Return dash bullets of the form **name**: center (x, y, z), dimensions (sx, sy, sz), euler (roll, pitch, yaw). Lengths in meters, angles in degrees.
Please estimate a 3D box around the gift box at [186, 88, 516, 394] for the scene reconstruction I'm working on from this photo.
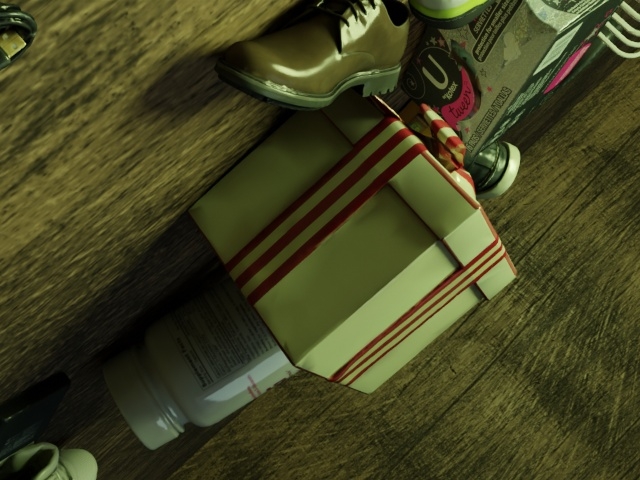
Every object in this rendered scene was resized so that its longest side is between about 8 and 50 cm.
- **gift box**: center (0.038, -0.025, 0.782), dimensions (0.258, 0.276, 0.255), euler (-40, 156, 5)

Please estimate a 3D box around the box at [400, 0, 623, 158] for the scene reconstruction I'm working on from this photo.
- **box**: center (0.219, -0.242, 0.848), dimensions (0.163, 0.142, 0.247), euler (-37, 166, -22)

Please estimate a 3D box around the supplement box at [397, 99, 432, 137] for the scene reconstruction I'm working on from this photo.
- **supplement box**: center (0.166, -0.178, 1.066), dimensions (0.233, 0.078, 0.080), euler (-45, 172, 13)

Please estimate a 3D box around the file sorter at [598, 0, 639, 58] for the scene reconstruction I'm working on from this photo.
- **file sorter**: center (0.404, -0.365, 0.902), dimensions (0.173, 0.193, 0.278), euler (-43, 169, 14)

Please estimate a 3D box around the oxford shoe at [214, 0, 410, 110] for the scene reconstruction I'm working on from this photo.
- **oxford shoe**: center (0.000, -0.164, 0.584), dimensions (0.227, 0.083, 0.096), euler (-32, 148, -51)

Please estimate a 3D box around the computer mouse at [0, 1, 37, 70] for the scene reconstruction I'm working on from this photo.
- **computer mouse**: center (-0.230, -0.028, 0.348), dimensions (0.242, 0.041, 0.071), euler (-43, 168, -5)

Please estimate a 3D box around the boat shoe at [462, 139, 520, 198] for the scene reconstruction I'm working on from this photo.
- **boat shoe**: center (0.180, -0.114, 1.218), dimensions (0.340, 0.113, 0.127), euler (2, -107, 66)

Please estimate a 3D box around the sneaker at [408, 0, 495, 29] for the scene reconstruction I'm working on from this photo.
- **sneaker**: center (0.160, -0.283, 0.629), dimensions (0.234, 0.084, 0.097), euler (-50, 151, -13)

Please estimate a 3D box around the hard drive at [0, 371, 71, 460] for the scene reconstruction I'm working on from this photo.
- **hard drive**: center (-0.359, 0.218, 0.868), dimensions (0.094, 0.022, 0.135), euler (-29, 162, -51)

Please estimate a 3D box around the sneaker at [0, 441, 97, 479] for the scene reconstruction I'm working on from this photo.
- **sneaker**: center (-0.382, 0.332, 0.997), dimensions (0.169, 0.108, 0.292), euler (-44, 168, 21)

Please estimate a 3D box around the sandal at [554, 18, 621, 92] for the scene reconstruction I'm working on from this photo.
- **sandal**: center (0.443, -0.357, 1.351), dimensions (0.167, 0.107, 0.446), euler (-47, -179, 16)

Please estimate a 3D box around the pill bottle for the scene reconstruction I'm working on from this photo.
- **pill bottle**: center (-0.134, 0.148, 0.978), dimensions (0.283, 0.160, 0.160), euler (-31, 167, -9)
